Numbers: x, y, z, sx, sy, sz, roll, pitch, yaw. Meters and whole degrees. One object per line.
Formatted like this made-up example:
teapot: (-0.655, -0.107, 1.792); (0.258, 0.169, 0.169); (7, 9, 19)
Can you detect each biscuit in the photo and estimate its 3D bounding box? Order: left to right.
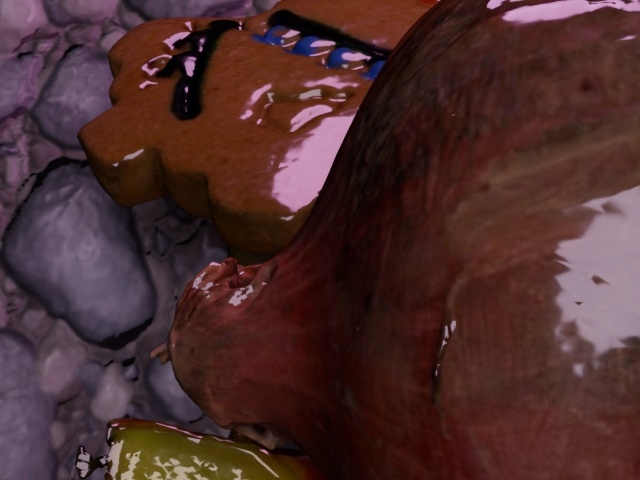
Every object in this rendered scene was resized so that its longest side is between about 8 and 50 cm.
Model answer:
biscuit: (0.010, -0.094, 1.130); (0.301, 0.043, 0.278); (-21, 31, -17)

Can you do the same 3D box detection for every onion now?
onion: (0.130, 0.027, 0.911); (0.354, 0.353, 0.353); (-1, 76, 4)

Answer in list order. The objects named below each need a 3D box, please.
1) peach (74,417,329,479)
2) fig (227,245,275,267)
peach: (-0.040, 0.236, 1.058); (0.154, 0.159, 0.267); (-2, 74, 14)
fig: (0.003, -0.001, 1.122); (0.186, 0.142, 0.148); (43, 80, 11)
